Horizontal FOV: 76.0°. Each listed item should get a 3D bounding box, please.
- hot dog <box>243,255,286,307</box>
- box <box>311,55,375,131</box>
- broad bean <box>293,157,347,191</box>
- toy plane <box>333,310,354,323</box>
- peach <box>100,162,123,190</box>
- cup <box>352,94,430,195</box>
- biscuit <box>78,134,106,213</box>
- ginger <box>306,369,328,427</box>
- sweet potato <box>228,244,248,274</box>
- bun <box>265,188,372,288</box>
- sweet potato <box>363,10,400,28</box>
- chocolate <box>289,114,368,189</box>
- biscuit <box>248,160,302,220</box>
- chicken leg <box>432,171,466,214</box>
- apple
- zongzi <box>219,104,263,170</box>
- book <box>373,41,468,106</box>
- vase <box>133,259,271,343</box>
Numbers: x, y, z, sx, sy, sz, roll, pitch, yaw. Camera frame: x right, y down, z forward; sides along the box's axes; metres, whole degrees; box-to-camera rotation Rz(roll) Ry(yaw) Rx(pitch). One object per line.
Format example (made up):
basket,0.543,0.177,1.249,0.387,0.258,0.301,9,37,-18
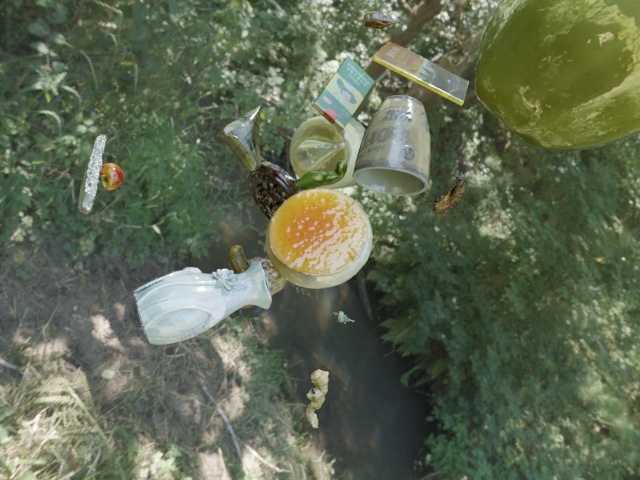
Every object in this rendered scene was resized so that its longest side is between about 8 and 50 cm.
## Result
hot dog,-0.279,0.181,1.815,0.196,0.272,0.122,62,-9,20
box,0.081,-0.501,1.398,0.132,0.034,0.235,38,70,-18
broad bean,-0.004,-0.204,1.342,0.048,0.213,0.070,5,68,-62
toy plane,0.072,0.259,1.380,0.080,0.033,0.083,21,-16,26
peach,-0.705,-0.218,1.401,0.098,0.061,0.098,0,90,-90
cup,0.212,-0.284,1.272,0.227,0.301,0.257,19,76,-26
biscuit,-0.707,-0.186,1.254,0.038,0.141,0.290,17,48,-36
ginger,-0.017,0.583,1.508,0.089,0.288,0.075,-17,39,-40
sweet potato,-0.337,0.107,1.685,0.077,0.077,0.244,27,28,-41
bun,0.000,0.000,1.161,0.165,0.299,0.299,79,-14,-66
sweet potato,0.189,-0.681,1.269,0.117,0.049,0.049,9,26,9
chocolate,0.044,-0.357,1.618,0.314,0.326,0.297,40,14,7
biscuit,-0.211,-0.200,2.034,0.091,0.407,0.407,-40,93,-26
chicken leg,0.298,-0.105,0.933,0.062,0.145,0.037,-3,60,-22
apple,0.584,-0.418,0.900,0.473,0.473,0.474,39,29,-26
zongzi,-0.287,-0.439,1.780,0.242,0.112,0.221,-44,111,-27
book,0.402,-0.659,1.602,0.374,0.028,0.262,28,43,2
vase,-0.398,0.207,1.441,0.445,0.250,0.250,-14,64,-23
